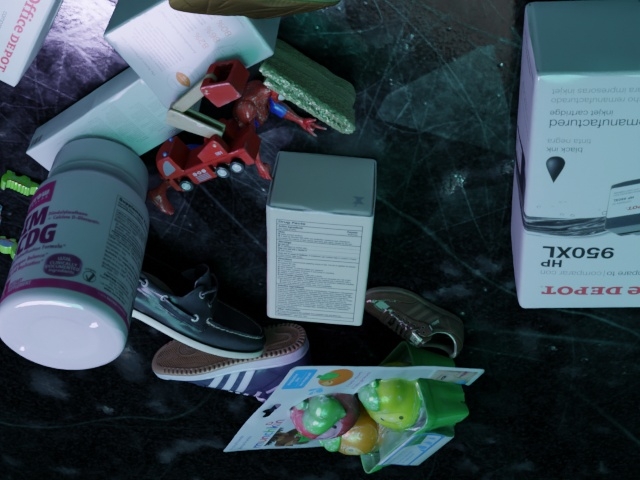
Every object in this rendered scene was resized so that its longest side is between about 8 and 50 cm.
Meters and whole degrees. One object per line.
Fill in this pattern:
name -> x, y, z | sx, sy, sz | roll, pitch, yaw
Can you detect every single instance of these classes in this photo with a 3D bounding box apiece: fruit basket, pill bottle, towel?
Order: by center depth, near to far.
towel -> -0.014, -0.200, 1.189 | 0.148, 0.110, 0.027 | 31, 123, -21
pill bottle -> -0.313, 0.011, 1.224 | 0.160, 0.283, 0.160 | 1, 140, 1
fruit basket -> 0.054, 0.296, 1.564 | 0.353, 0.165, 0.327 | -1, 147, -30

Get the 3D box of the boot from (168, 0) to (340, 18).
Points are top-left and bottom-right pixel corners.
boot -> -0.077, -0.355, 1.039 | 0.095, 0.262, 0.203 | -5, 95, 40

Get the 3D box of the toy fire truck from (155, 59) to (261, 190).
toy fire truck -> -0.148, -0.141, 1.181 | 0.192, 0.047, 0.135 | -16, 132, 31

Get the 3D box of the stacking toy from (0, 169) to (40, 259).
stacking toy -> -0.555, -0.052, 1.437 | 0.221, 0.052, 0.167 | 17, 134, -11

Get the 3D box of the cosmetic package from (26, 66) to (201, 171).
cosmetic package -> -0.287, -0.160, 1.293 | 0.239, 0.060, 0.099 | -25, 127, 28

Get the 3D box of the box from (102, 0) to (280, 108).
box -> -0.157, -0.266, 1.153 | 0.170, 0.091, 0.130 | -21, 129, 25

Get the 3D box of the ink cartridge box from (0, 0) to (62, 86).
ink cartridge box -> -0.435, -0.322, 1.125 | 0.237, 0.100, 0.172 | 26, 132, -18

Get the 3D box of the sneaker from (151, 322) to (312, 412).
sneaker -> -0.145, 0.237, 1.639 | 0.282, 0.099, 0.153 | -9, 131, 11

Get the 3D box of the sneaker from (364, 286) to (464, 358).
sneaker -> 0.153, 0.134, 1.521 | 0.188, 0.071, 0.066 | 19, 133, -13

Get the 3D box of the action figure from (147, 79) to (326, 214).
action figure -> -0.106, -0.119, 1.294 | 0.139, 0.091, 0.280 | 36, 129, -17

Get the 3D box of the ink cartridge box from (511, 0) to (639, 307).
ink cartridge box -> 0.401, -0.098, 1.199 | 0.285, 0.166, 0.395 | 0, 135, 8

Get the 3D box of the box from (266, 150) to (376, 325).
box -> 0.000, 0.000, 1.370 | 0.148, 0.127, 0.232 | 6, 134, 2

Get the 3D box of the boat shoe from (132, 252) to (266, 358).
boat shoe -> -0.221, 0.082, 1.488 | 0.340, 0.127, 0.113 | 26, 105, -15
